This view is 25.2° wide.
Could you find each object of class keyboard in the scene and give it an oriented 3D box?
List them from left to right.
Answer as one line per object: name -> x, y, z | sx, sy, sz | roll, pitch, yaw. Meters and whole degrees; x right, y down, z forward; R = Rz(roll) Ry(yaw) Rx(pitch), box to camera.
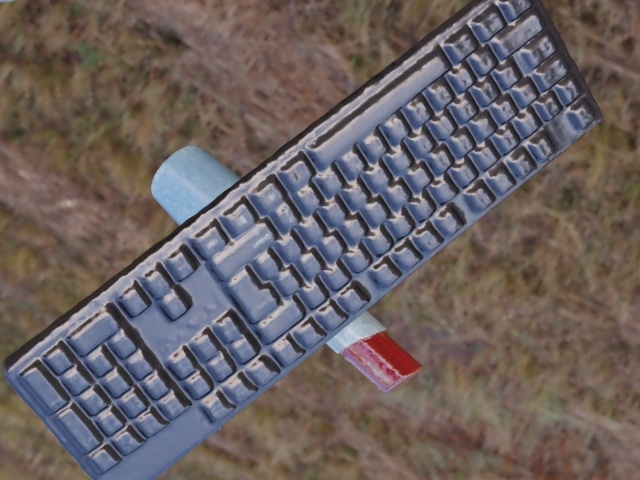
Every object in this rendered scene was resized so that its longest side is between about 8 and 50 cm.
keyboard -> 0.000, 0.000, 0.686 | 0.101, 0.309, 0.018 | 56, 171, -26

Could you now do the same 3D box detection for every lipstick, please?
lipstick -> -0.026, 0.027, 1.125 | 0.274, 0.061, 0.068 | 42, 121, 25

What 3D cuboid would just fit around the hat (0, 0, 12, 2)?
hat -> -0.285, -0.278, 1.171 | 0.166, 0.144, 0.173 | 26, -174, -39
